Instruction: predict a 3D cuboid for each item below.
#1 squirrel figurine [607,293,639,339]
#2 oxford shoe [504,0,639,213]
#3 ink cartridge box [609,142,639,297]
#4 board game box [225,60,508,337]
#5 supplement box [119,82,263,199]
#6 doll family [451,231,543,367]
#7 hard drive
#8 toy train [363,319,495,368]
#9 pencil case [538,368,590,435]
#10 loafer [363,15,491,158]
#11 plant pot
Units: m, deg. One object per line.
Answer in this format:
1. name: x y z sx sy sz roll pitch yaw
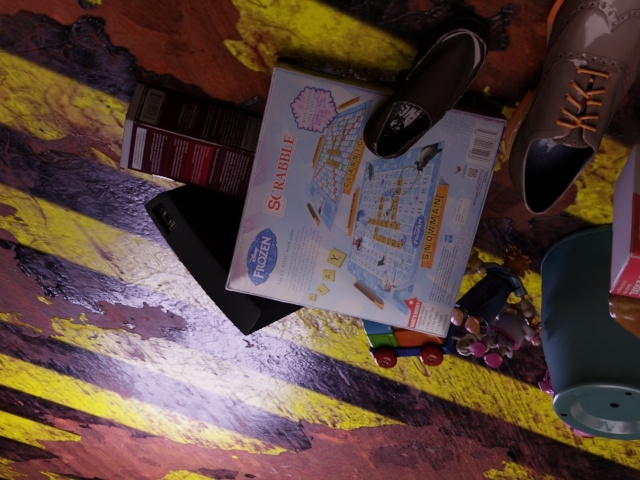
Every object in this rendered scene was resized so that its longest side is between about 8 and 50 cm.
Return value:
1. squirrel figurine: 0.659 0.130 1.504 0.370 0.397 0.281 -2 111 51
2. oxford shoe: 0.319 -0.182 1.336 0.129 0.133 0.364 11 136 -3
3. ink cartridge box: 0.486 -0.008 1.380 0.237 0.172 0.100 10 148 3
4. board game box: 0.057 -0.054 1.537 0.317 0.066 0.319 13 106 -3
5. supplement box: -0.165 -0.137 1.645 0.239 0.073 0.130 16 149 -6
6. doll family: 0.238 0.060 1.723 0.263 0.163 0.118 35 142 15
7. hard drive: -0.127 0.010 1.684 0.255 0.172 0.054 51 132 15
8. toy train: 0.190 0.137 1.963 0.248 0.105 0.143 -6 131 25
9. pencil case: 0.482 0.298 2.128 0.098 0.095 0.209 -30 137 5
10. loafer: 0.137 -0.179 1.409 0.080 0.078 0.220 31 114 -13
11. plant pot: 0.463 0.157 1.734 0.271 0.255 0.272 10 148 6
